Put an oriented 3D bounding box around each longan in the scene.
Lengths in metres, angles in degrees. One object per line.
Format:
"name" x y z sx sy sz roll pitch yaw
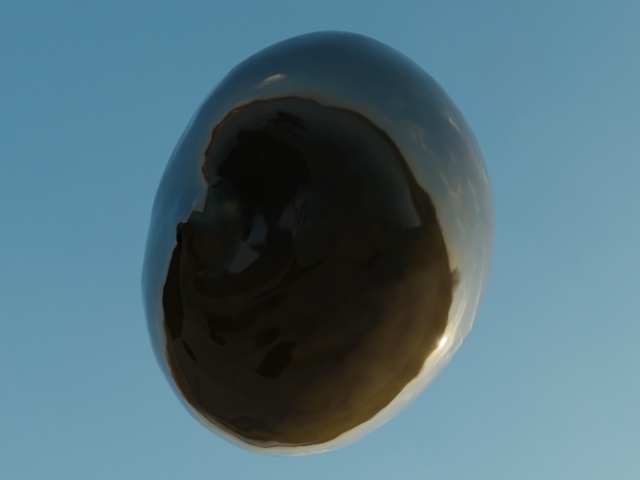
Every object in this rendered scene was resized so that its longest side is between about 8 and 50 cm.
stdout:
"longan" 0.000 0.000 0.882 0.288 0.350 0.288 18 -20 7
